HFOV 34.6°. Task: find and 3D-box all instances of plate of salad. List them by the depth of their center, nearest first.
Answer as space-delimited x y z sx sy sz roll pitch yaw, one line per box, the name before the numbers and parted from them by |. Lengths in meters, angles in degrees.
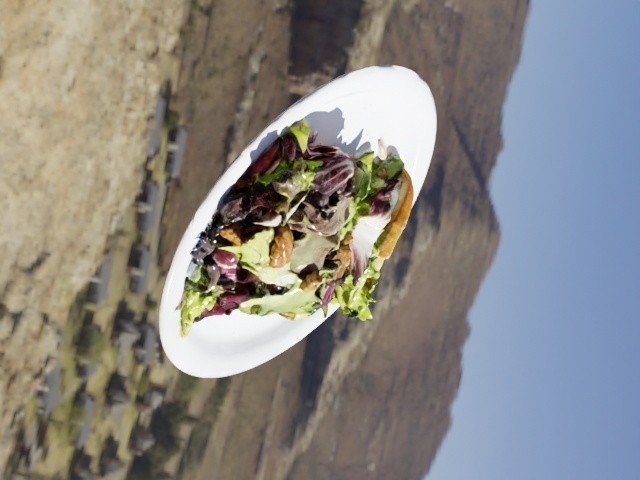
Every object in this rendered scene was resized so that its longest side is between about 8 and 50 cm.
plate of salad | 0.000 0.000 0.543 0.200 0.048 0.200 -37 151 -24
